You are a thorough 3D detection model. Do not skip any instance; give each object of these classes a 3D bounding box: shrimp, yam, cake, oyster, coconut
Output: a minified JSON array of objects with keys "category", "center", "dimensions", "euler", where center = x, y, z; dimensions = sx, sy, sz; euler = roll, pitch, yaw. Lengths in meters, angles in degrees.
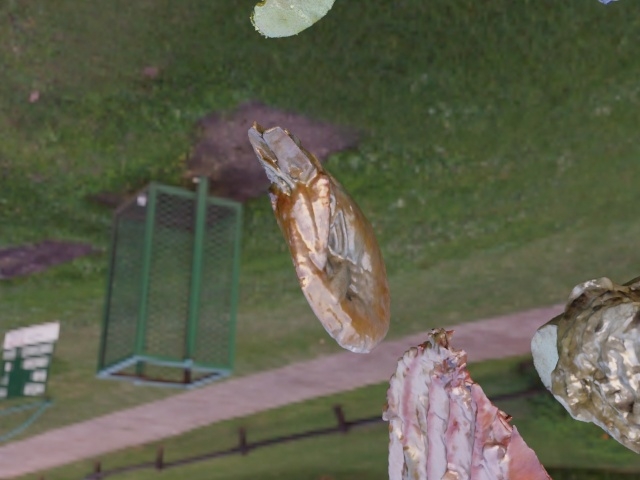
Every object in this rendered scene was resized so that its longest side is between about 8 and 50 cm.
[{"category":"shrimp","center":[0.000,0.000,1.236],"dimensions":[0.077,0.168,0.317],"euler":[-17,130,25]},{"category":"yam","center":[0.354,0.108,1.331],"dimensions":[0.194,0.107,0.107],"euler":[-24,173,-25]},{"category":"cake","center":[0.104,0.148,0.643],"dimensions":[0.135,0.098,0.287],"euler":[-18,134,-6]},{"category":"oyster","center":[0.222,0.081,0.687],"dimensions":[0.177,0.124,0.064],"euler":[14,166,36]},{"category":"coconut","center":[-0.028,-0.328,1.350],"dimensions":[0.133,0.158,0.055],"euler":[-10,173,-2]}]

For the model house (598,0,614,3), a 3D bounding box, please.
[{"category":"model house","center":[0.353,-0.465,1.081],"dimensions":[0.400,0.445,0.395],"euler":[19,151,-21]}]
